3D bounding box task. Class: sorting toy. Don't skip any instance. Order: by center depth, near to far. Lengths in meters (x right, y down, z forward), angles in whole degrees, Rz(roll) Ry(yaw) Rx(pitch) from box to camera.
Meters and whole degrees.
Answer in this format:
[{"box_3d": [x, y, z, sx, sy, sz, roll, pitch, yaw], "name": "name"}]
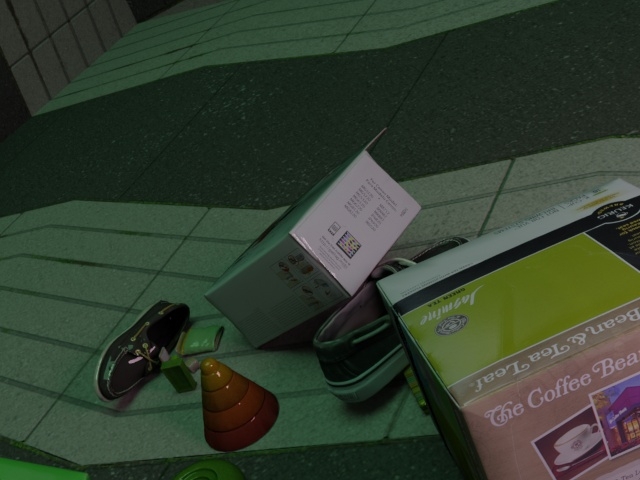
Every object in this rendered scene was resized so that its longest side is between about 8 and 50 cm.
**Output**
[{"box_3d": [-0.173, 0.292, 1.239, 0.127, 0.126, 0.365, -9, 33, 26], "name": "sorting toy"}]

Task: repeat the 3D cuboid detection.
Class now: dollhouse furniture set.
[{"box_3d": [-0.218, 0.176, 1.520, 0.076, 0.058, 0.151, -14, 32, 19], "name": "dollhouse furniture set"}]

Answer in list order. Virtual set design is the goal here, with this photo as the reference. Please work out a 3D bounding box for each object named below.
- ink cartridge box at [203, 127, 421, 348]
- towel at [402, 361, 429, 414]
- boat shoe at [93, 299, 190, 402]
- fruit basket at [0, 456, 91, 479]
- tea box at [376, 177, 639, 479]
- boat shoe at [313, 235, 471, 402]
[{"box_3d": [0.000, 0.000, 1.433, 0.272, 0.130, 0.309, -49, 9, -34], "name": "ink cartridge box"}, {"box_3d": [0.156, 0.152, 1.317, 0.102, 0.021, 0.237, -22, 30, -1], "name": "towel"}, {"box_3d": [-0.297, 0.180, 1.552, 0.069, 0.081, 0.228, -11, 31, 32], "name": "boat shoe"}, {"box_3d": [-0.455, 0.433, 1.069, 0.392, 0.283, 0.392, -6, 32, 4], "name": "fruit basket"}, {"box_3d": [0.278, 0.124, 0.999, 0.329, 0.220, 0.323, -23, 20, -1], "name": "tea box"}, {"box_3d": [0.119, 0.083, 1.311, 0.121, 0.119, 0.335, 8, 42, 42], "name": "boat shoe"}]
